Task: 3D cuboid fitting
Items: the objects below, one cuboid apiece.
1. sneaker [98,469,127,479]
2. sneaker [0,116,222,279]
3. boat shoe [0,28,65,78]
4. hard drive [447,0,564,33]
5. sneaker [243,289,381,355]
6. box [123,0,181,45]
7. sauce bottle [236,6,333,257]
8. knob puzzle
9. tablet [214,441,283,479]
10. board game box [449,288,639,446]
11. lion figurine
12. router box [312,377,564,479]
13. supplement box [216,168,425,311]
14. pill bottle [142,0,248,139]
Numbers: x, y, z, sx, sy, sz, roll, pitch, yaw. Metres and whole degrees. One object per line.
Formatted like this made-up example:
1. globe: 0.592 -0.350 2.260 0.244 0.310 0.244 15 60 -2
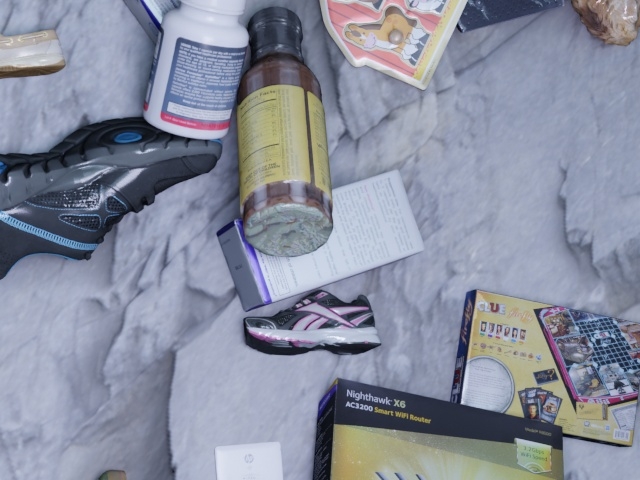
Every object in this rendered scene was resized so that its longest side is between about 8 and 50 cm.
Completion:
1. sneaker: -0.281 0.362 1.877 0.086 0.064 0.192 9 83 -19
2. sneaker: -0.278 -0.057 1.931 0.340 0.125 0.140 -15 114 -20
3. boat shoe: -0.396 -0.228 1.936 0.170 0.063 0.059 -5 81 -25
4. hard drive: 0.212 -0.410 2.129 0.172 0.054 0.255 -17 88 -17
5. sneaker: -0.014 0.099 1.997 0.178 0.072 0.077 4 69 -23
6. box: -0.173 -0.323 2.002 0.137 0.072 0.126 -37 93 -18
7. sauce bottle: -0.046 -0.139 1.928 0.111 0.111 0.344 9 49 -14
8. knob puzzle: 0.084 -0.312 2.068 0.213 0.030 0.213 0 89 1
9. tablet: -0.088 0.278 1.974 0.083 0.006 0.054 -3 83 -16
10. board game box: 0.296 0.167 2.077 0.243 0.042 0.165 12 79 -13
11. lion figurine: 0.352 -0.439 2.051 0.142 0.392 0.240 -3 61 24
12. router box: 0.144 0.318 1.948 0.308 0.081 0.243 13 55 -14
13. supplement box: 0.000 0.000 1.983 0.220 0.111 0.114 -19 88 -17
14. pill bottle: -0.144 -0.221 1.915 0.108 0.108 0.180 10 109 -14
